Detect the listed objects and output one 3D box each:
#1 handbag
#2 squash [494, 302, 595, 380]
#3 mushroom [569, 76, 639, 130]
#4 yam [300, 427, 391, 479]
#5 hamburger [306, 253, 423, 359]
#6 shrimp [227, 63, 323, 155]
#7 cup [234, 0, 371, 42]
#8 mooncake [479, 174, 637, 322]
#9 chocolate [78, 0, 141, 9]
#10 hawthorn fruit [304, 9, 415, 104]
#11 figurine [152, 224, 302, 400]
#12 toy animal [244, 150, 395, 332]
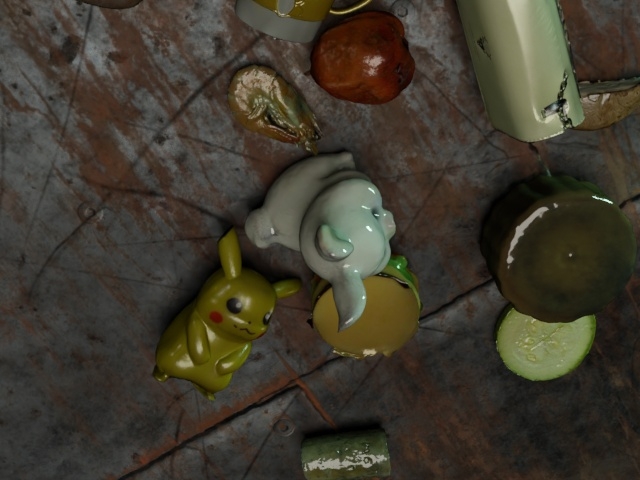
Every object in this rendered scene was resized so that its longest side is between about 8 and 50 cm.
[{"bbox_3d":[0.324,-0.367,1.572,0.160,0.236,0.358,-22,117,2],"label":"handbag"},{"bbox_3d":[0.479,0.199,1.984,0.219,0.041,0.219,-3,117,-6],"label":"squash"},{"bbox_3d":[0.523,-0.256,1.744,0.210,0.072,0.094,-6,126,-4],"label":"mushroom"},{"bbox_3d":[0.053,0.473,2.037,0.194,0.107,0.107,-6,117,-3],"label":"yam"},{"bbox_3d":[0.091,0.108,1.832,0.237,0.149,0.237,0,123,0],"label":"hamburger"},{"bbox_3d":[-0.081,-0.229,1.698,0.115,0.051,0.217,-38,116,19],"label":"shrimp"},{"bbox_3d":[-0.014,-0.446,1.523,0.241,0.185,0.226,20,118,-9],"label":"cup"},{"bbox_3d":[0.464,0.012,1.822,0.291,0.161,0.290,-3,115,-7],"label":"mooncake"},{"bbox_3d":[-0.400,-0.465,1.522,0.262,0.083,0.161,9,117,-12],"label":"chocolate"},{"bbox_3d":[0.075,-0.308,1.607,0.179,0.173,0.173,-13,118,-15],"label":"hawthorn fruit"},{"bbox_3d":[-0.182,0.158,1.818,0.218,0.169,0.326,28,113,-35],"label":"figurine"},{"bbox_3d":[0.009,-0.005,1.655,0.241,0.367,0.196,-23,120,-8],"label":"toy animal"}]
